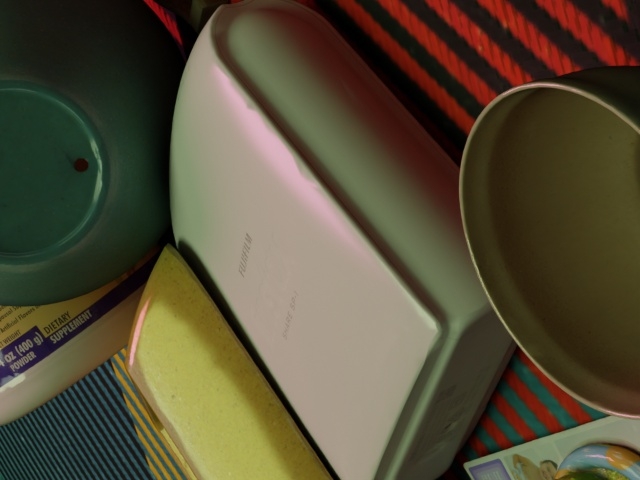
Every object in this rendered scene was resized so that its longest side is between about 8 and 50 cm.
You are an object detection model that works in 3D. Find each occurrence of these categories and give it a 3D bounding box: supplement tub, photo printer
[{"bbox_3d":[-0.315,-0.019,1.218,0.331,0.241,0.241,55,153,-7],"label":"supplement tub"},{"bbox_3d":[0.000,0.000,0.886,0.307,0.107,0.256,52,150,25],"label":"photo printer"}]

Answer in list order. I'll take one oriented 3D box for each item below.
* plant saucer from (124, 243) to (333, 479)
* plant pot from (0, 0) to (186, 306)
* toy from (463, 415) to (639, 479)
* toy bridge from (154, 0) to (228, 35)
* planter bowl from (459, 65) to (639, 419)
[{"bbox_3d":[-0.056,0.198,1.049,0.333,0.081,0.333,55,168,14],"label":"plant saucer"},{"bbox_3d":[-0.229,-0.071,0.979,0.195,0.290,0.290,-128,22,-72],"label":"plant pot"},{"bbox_3d":[0.167,0.189,0.797,0.137,0.056,0.237,62,152,5],"label":"toy"},{"bbox_3d":[-0.137,-0.233,1.032,0.188,0.026,0.063,53,150,21],"label":"toy bridge"},{"bbox_3d":[0.158,-0.013,0.600,0.162,0.109,0.162,41,144,39],"label":"planter bowl"}]
